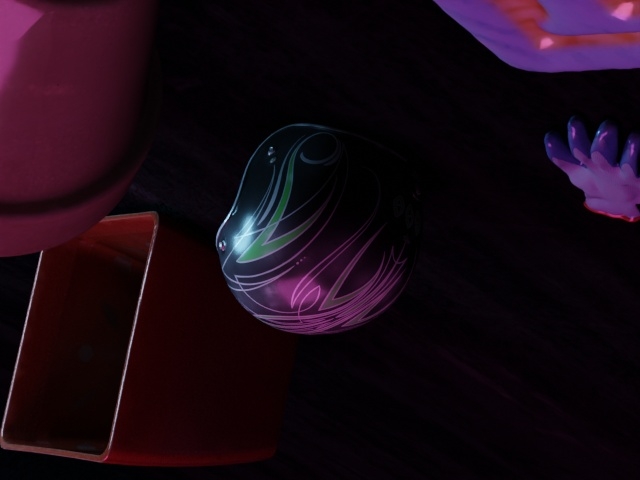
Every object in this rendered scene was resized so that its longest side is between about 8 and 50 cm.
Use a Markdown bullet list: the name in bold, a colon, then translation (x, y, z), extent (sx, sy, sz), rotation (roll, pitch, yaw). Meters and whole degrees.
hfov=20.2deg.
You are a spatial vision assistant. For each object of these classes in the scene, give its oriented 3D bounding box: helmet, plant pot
- **helmet**: translation (0.000, 0.000, 1.514), extent (0.169, 0.161, 0.169), rotation (20, 163, 6)
- **plant pot**: translation (-0.209, -0.153, 1.204), extent (0.263, 0.263, 0.229), rotation (25, 146, -10)
- **plant pot**: translation (-0.174, 0.131, 2.020), extent (0.235, 0.267, 0.267), rotation (17, 168, -32)

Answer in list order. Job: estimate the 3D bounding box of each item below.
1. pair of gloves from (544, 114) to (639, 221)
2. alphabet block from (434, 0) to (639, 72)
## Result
- **pair of gloves**: translation (0.264, -0.037, 1.322), extent (0.198, 0.023, 0.159), rotation (16, 164, 21)
- **alphabet block**: translation (0.124, -0.196, 0.690), extent (0.193, 0.197, 0.192), rotation (4, 157, 45)
